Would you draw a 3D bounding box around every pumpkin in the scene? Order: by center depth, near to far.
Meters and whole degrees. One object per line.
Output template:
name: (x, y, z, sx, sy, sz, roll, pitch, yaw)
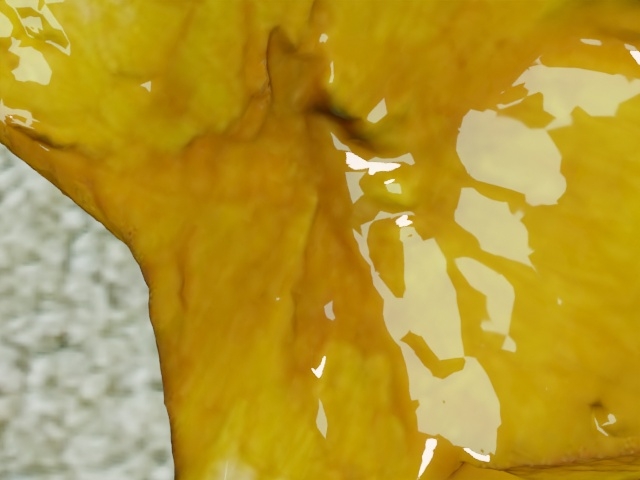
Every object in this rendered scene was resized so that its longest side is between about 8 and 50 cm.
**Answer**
pumpkin: (0.009, -0.025, 0.492, 0.258, 0.095, 0.290, -35, 69, 24)
